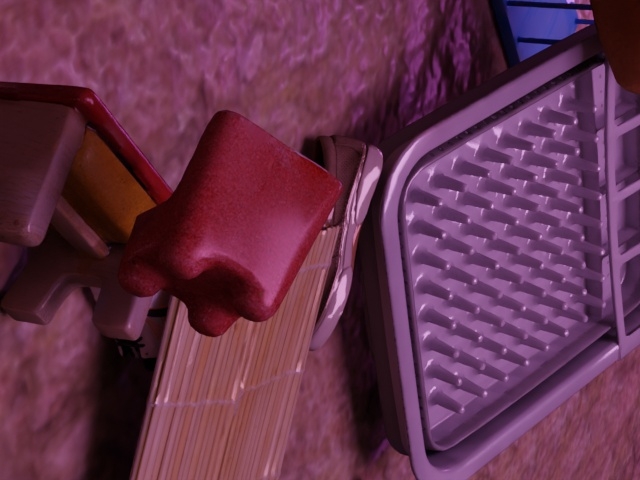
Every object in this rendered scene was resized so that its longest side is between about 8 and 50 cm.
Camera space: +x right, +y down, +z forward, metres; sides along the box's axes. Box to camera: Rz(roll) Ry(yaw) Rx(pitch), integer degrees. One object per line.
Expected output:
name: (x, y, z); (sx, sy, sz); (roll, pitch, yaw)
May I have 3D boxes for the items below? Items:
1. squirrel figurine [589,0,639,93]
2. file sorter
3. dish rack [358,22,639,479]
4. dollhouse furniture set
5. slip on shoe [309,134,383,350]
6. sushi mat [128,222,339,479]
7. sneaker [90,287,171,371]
squirrel figurine: (0.314, -0.284, 0.812); (0.370, 0.281, 0.397); (-138, -151, -76)
file sorter: (0.213, -0.196, 1.149); (0.118, 0.104, 0.170); (-63, 146, -31)
dish rack: (0.146, -0.004, 1.053); (0.333, 0.072, 0.285); (-31, 126, -35)
dollhouse furniture set: (-0.100, -0.109, 0.515); (0.374, 0.201, 0.152); (55, 51, -50)
slip on shoe: (0.000, 0.000, 0.892); (0.041, 0.051, 0.135); (18, 90, -21)
sushi mat: (-0.065, 0.143, 0.792); (0.151, 0.019, 0.317); (-2, 107, -62)
sneaker: (-0.093, 0.037, 0.733); (0.109, 0.040, 0.044); (47, 59, -54)
